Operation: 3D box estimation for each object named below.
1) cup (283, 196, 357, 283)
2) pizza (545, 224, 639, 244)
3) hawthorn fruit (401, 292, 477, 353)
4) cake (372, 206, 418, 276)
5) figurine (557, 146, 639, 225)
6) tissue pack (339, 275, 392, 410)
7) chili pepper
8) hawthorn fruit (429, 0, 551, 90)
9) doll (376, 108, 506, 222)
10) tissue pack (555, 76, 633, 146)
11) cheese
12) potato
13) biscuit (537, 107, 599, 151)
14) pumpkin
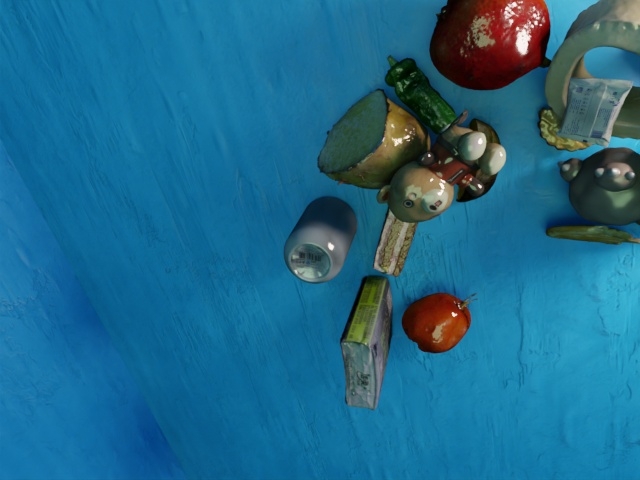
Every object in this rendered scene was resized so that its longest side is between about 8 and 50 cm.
[{"bbox_3d":[0.000,0.000,1.378,0.206,0.312,0.205,6,118,12],"label":"cup"},{"bbox_3d":[0.820,-0.018,1.213,0.262,0.181,0.034,8,85,4],"label":"pizza"},{"bbox_3d":[0.434,0.272,1.450,0.211,0.211,0.299,41,112,-6],"label":"hawthorn fruit"},{"bbox_3d":[0.261,0.003,1.423,0.116,0.113,0.295,15,114,8],"label":"cake"},{"bbox_3d":[0.848,-0.114,1.121,0.381,0.248,0.203,24,106,-12],"label":"figurine"},{"bbox_3d":[0.175,0.345,1.451,0.124,0.394,0.288,1,117,17],"label":"tissue pack"},{"bbox_3d":[0.281,-0.422,1.173,0.270,0.136,0.099,47,128,1],"label":"chili pepper"},{"bbox_3d":[0.432,-0.499,1.023,0.307,0.265,0.265,23,122,-11],"label":"hawthorn fruit"},{"bbox_3d":[0.315,-0.181,1.112,0.235,0.174,0.330,18,130,-38],"label":"doll"},{"bbox_3d":[0.650,-0.307,0.986,0.123,0.026,0.193,23,157,30],"label":"tissue pack"},{"bbox_3d":[0.718,-0.391,0.946,0.332,0.153,0.292,25,158,23],"label":"cheese"},{"bbox_3d":[0.180,-0.259,1.241,0.289,0.300,0.237,-13,143,43],"label":"potato"},{"bbox_3d":[0.692,-0.311,1.144,0.183,0.061,0.118,17,122,11],"label":"biscuit"},{"bbox_3d":[0.483,-0.210,1.203,0.111,0.163,0.278,5,118,9],"label":"pumpkin"}]
